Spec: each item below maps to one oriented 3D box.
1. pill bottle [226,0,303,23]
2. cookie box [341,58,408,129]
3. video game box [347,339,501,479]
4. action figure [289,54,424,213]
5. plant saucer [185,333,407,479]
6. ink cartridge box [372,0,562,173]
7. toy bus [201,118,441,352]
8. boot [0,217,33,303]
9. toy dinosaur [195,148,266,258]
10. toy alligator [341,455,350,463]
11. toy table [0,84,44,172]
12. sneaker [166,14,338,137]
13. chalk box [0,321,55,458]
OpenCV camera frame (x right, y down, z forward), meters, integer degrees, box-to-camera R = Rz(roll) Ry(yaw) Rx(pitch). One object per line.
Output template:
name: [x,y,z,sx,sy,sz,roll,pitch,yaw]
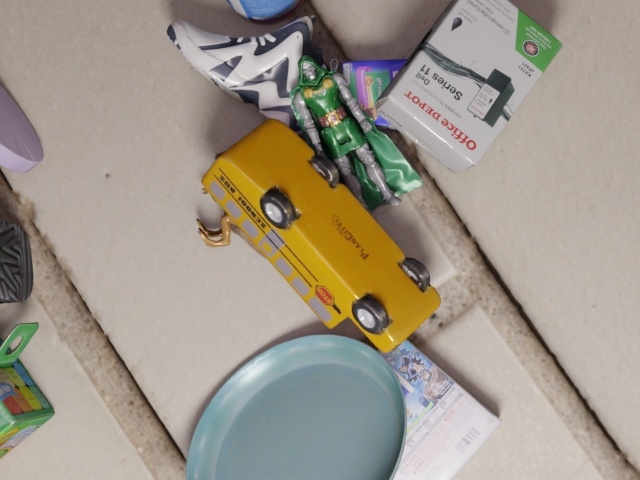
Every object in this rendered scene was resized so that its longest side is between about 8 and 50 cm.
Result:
pill bottle: [-0.086,-0.371,1.591,0.124,0.221,0.124,0,86,5]
cookie box: [0.085,-0.199,1.651,0.107,0.040,0.092,-2,86,5]
video game box: [0.104,0.255,1.609,0.187,0.048,0.205,41,90,5]
action figure: [0.027,-0.140,1.604,0.137,0.063,0.232,-29,104,0]
plant saucer: [-0.028,0.267,1.548,0.317,0.044,0.317,-18,47,20]
ink cartridge box: [0.193,-0.215,1.594,0.153,0.087,0.208,37,82,-6]
toy bus: [0.000,0.000,1.580,0.333,0.130,0.108,49,57,1]
boot: [-0.641,0.033,1.544,0.445,0.367,0.146,-5,73,5]
toy dinosaur: [-0.107,-0.024,1.644,0.112,0.064,0.211,-28,84,1]
toy alligator: [-0.023,0.318,1.593,0.190,0.056,0.051,-45,53,27]
toy table: [-0.524,-0.160,1.618,0.161,0.252,0.274,-33,115,11]
sneaker: [-0.080,-0.263,1.647,0.235,0.094,0.153,36,88,7]
chalk box: [-0.484,0.216,1.601,0.289,0.180,0.179,-39,83,2]
